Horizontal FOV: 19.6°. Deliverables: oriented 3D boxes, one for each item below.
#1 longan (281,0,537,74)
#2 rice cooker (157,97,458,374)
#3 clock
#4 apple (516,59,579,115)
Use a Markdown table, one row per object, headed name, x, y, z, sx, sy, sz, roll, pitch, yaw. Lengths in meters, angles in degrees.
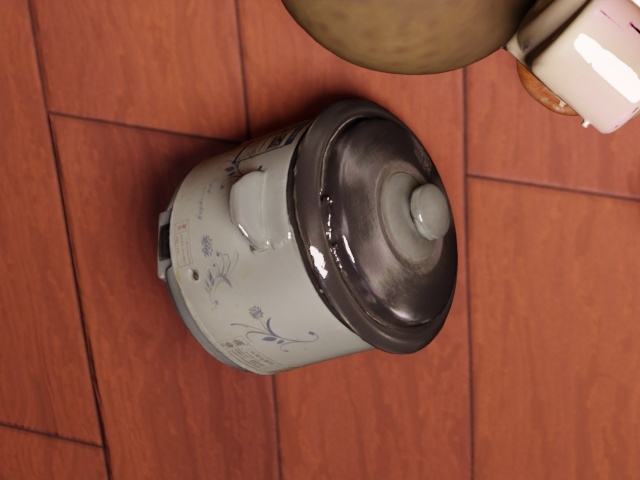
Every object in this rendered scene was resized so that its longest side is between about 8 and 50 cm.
| name | x | y | z | sx | sy | sz | roll | pitch | yaw |
| --- | --- | --- | --- | --- | --- | --- | --- | --- | --- |
| longan | 0.081 | -0.274 | 1.689 | 0.258 | 0.258 | 0.258 | 12 | 127 | 17 |
| rice cooker | 0.000 | 0.000 | 1.910 | 0.317 | 0.264 | 0.316 | 2 | 158 | 1 |
| clock | 0.294 | -0.239 | 1.552 | 0.114 | 0.284 | 0.309 | 41 | 98 | -3 |
| apple | 0.249 | -0.183 | 1.766 | 0.126 | 0.102 | 0.126 | 11 | 131 | 13 |
